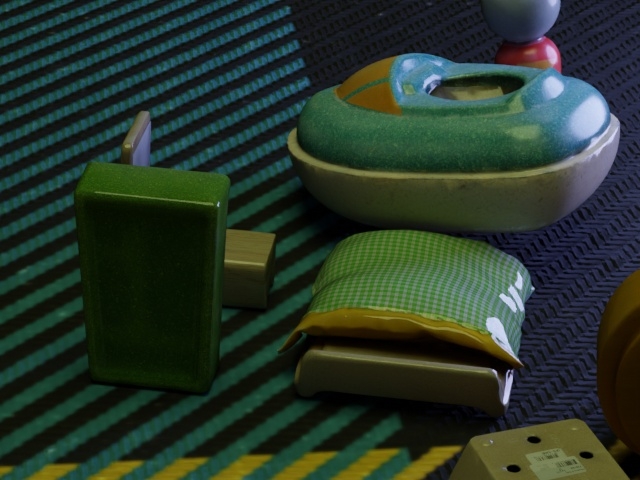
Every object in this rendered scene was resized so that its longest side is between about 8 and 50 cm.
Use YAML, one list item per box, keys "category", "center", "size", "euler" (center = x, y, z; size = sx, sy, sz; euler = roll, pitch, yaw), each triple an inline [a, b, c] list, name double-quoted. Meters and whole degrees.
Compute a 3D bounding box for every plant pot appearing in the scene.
- category: "plant pot"
  center: [0.129, 0.166, 1.157]
  size: [0.109, 0.096, 0.109]
  euler: [-8, 30, -17]

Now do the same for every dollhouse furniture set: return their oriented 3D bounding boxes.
- category: "dollhouse furniture set"
  center: [0.000, 0.000, 1.390]
  size: [0.301, 0.151, 0.197]
  euler: [6, 29, 6]

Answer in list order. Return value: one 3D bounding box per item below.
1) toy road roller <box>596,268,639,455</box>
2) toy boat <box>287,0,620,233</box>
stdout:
- category: "toy road roller"
  center: [0.337, 0.080, 1.233]
  size: [0.329, 0.202, 0.240]
  euler: [1, 41, 8]
- category: "toy boat"
  center: [0.120, -0.115, 1.587]
  size: [0.267, 0.148, 0.318]
  euler: [2, 23, 26]
